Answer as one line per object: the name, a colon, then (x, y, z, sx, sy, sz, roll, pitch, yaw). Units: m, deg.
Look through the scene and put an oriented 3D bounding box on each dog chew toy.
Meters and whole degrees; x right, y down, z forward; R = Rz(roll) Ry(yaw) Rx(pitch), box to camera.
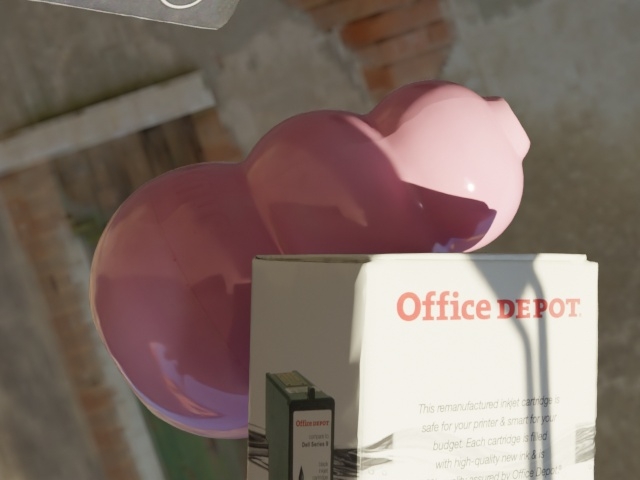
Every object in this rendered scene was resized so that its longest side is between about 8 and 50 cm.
dog chew toy: (0.000, 0.000, 1.216, 0.332, 0.206, 0.206, -32, -175, 6)

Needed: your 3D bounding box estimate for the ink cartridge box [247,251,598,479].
ink cartridge box: (0.068, 0.151, 1.078, 0.211, 0.289, 0.121, 2, 180, -40)

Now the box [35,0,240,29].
box: (-0.128, -0.172, 0.445, 0.247, 0.163, 0.142, 5, 134, -34)
